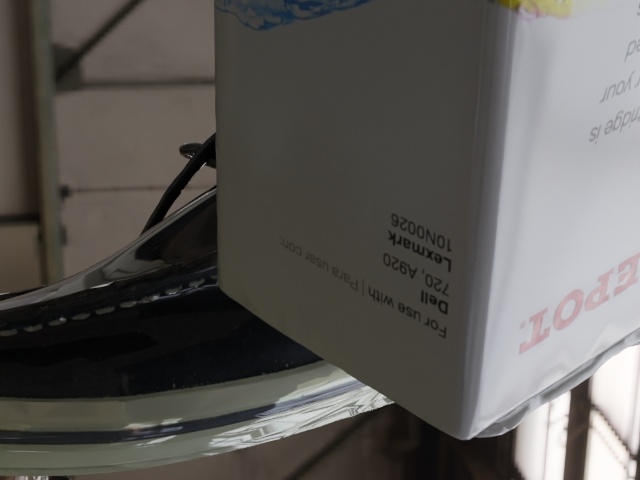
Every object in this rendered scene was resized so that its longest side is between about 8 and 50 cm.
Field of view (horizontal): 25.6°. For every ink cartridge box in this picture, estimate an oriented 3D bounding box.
[{"bbox_3d":[0.075,-0.111,0.422,0.201,0.278,0.117,-25,-141,-38],"label":"ink cartridge box"}]

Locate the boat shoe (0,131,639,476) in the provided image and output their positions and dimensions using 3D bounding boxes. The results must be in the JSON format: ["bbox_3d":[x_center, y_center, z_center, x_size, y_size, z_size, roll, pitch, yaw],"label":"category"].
[{"bbox_3d":[0.000,0.000,0.664,0.500,0.156,0.187,-12,-175,-19],"label":"boat shoe"}]

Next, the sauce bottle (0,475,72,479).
[{"bbox_3d":[-0.259,0.121,0.871,0.344,0.111,0.111,35,-168,-19],"label":"sauce bottle"}]
